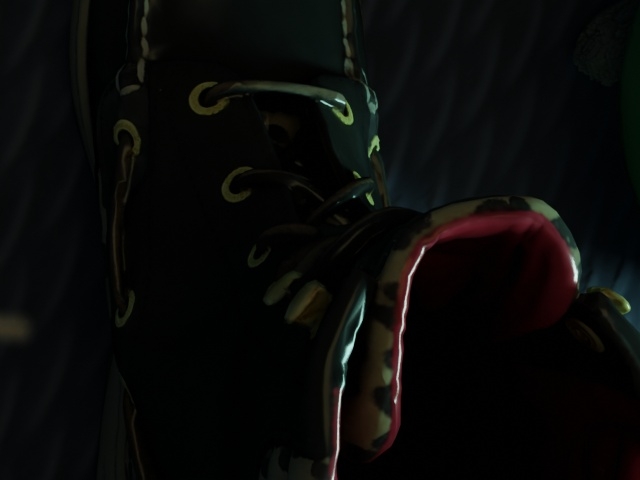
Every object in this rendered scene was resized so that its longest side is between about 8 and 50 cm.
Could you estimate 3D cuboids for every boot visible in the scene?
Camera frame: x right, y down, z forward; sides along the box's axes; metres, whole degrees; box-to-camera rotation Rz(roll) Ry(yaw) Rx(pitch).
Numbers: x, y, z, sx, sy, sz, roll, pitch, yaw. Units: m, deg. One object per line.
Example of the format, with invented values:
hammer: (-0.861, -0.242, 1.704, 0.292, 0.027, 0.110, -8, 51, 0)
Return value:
boot: (0.000, 0.000, 0.546, 0.138, 0.284, 0.378, 3, 92, -22)

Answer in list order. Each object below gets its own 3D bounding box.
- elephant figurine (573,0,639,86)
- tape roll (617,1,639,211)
elephant figurine: (0.241, -0.194, 0.718, 0.239, 0.169, 0.186, -3, 64, -6)
tape roll: (0.302, -0.060, 0.683, 0.321, 0.077, 0.321, -2, 125, -2)
